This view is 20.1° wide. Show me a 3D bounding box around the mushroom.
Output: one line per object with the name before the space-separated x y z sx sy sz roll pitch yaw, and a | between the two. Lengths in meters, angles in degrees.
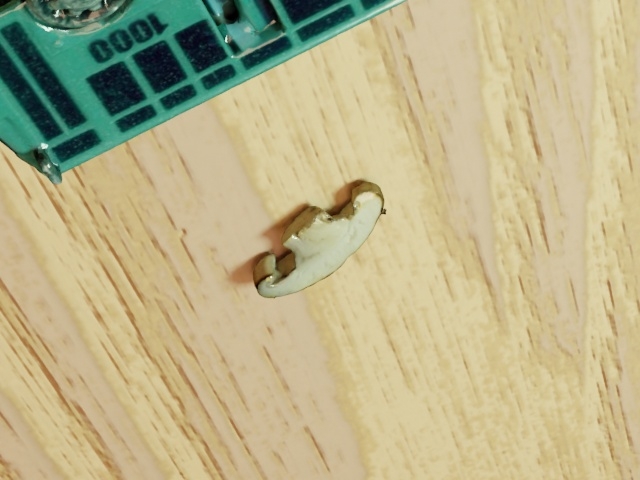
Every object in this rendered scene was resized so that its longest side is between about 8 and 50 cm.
mushroom | 0.000 0.000 1.101 0.101 0.019 0.049 -38 140 16

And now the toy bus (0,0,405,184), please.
toy bus | -0.063 -0.142 0.821 0.256 0.128 0.147 -27 143 4
